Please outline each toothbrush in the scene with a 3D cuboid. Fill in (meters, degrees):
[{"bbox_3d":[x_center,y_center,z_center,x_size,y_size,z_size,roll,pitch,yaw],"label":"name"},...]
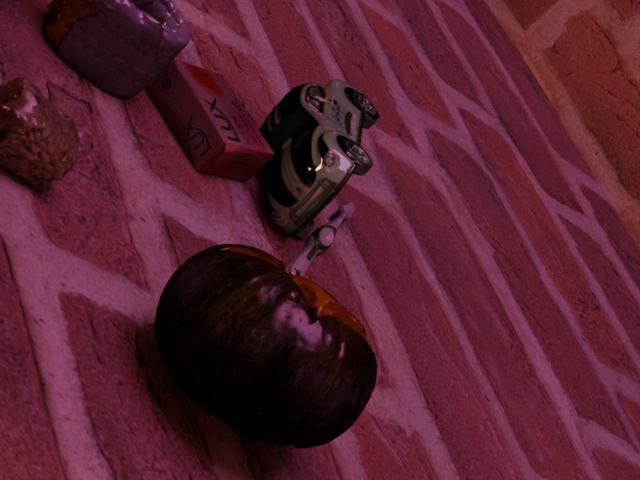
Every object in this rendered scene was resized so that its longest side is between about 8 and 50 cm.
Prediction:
[{"bbox_3d":[0.001,-0.001,2.101,0.030,0.030,0.304,46,21,-3],"label":"toothbrush"}]

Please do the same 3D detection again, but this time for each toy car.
[{"bbox_3d":[-0.016,-0.120,2.139,0.125,0.136,0.306,39,22,-11],"label":"toy car"}]

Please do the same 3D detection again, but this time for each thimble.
[{"bbox_3d":[-0.241,-0.256,1.978,0.151,0.118,0.127,32,27,-33],"label":"thimble"}]

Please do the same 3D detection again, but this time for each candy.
[{"bbox_3d":[-0.296,-0.110,1.667,0.110,0.085,0.095,45,26,-38],"label":"candy"}]

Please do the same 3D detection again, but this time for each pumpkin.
[{"bbox_3d":[-0.056,0.106,1.612,0.238,0.159,0.238,34,2,-1],"label":"pumpkin"}]

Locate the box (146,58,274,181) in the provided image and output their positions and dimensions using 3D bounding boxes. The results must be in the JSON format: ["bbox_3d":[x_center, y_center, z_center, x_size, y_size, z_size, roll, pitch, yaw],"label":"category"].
[{"bbox_3d":[-0.138,-0.149,2.065,0.111,0.060,0.156,8,42,-57],"label":"box"}]
